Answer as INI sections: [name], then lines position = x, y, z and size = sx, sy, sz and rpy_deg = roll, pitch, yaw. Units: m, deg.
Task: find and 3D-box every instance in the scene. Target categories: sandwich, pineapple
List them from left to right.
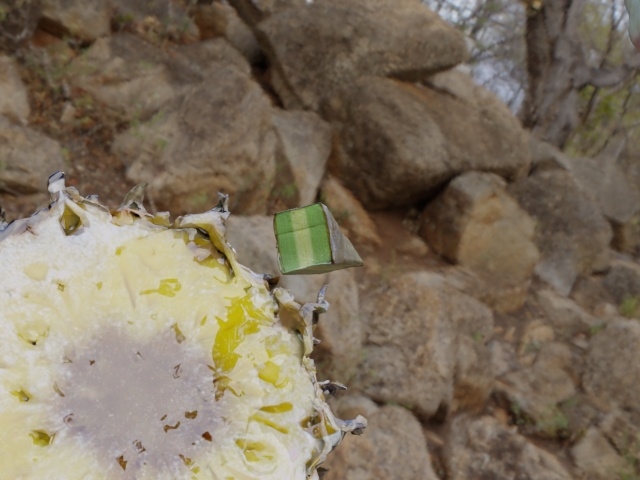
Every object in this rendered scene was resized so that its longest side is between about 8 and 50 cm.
[pineapple]
position = -0.164, 0.146, 0.696
size = 0.352, 0.353, 0.300
rpy_deg = 26, -27, -7
[sandwich]
position = 0.000, 0.000, 1.125
size = 0.074, 0.074, 0.116
rpy_deg = -12, -7, 21

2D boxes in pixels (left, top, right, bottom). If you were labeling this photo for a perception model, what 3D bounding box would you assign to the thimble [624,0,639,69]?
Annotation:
[thimble]
position = 0.286, -0.150, 0.527
size = 0.185, 0.211, 0.149
rpy_deg = 32, -30, -15
